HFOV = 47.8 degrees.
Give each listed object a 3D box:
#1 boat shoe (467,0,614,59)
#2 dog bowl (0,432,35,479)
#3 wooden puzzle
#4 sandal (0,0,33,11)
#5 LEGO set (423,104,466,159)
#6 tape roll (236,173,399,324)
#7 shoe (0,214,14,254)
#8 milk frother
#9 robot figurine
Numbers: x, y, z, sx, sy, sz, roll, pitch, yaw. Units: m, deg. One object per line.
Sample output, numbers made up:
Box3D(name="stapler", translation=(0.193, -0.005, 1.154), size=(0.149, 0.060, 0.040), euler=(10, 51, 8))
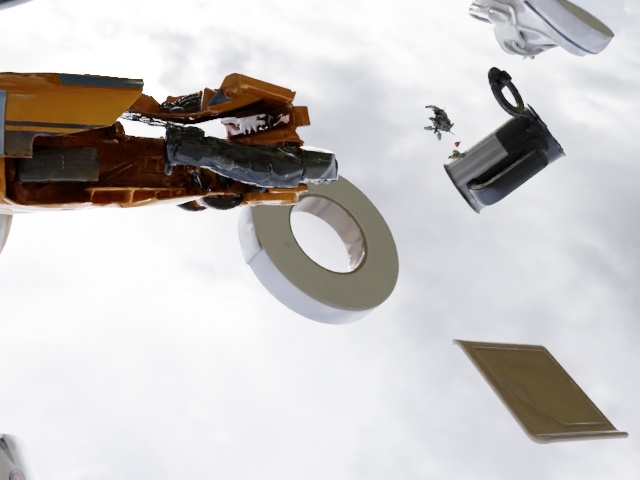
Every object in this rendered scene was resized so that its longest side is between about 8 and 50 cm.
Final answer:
Box3D(name="boat shoe", translation=(0.253, -0.267, 0.883), size=(0.096, 0.088, 0.267), euler=(13, -151, -28))
Box3D(name="dog bowl", translation=(-0.369, 0.309, 0.499), size=(0.408, 0.408, 0.150), euler=(-22, -108, -47))
Box3D(name="wooden puzzle", translation=(0.347, 0.245, 1.168), size=(0.221, 0.044, 0.238), euler=(9, -152, -35))
Box3D(name="sandal", translation=(-0.182, -0.359, 0.624), size=(0.167, 0.446, 0.107), euler=(45, -175, 7))
Box3D(name="LEGO set", translation=(0.159, -0.141, 0.909), size=(0.083, 0.023, 0.054), euler=(49, -133, 5))
Box3D(name="tape roll", translation=(0.000, 0.000, 1.588), size=(0.392, 0.072, 0.391), euler=(21, -132, -26))
Box3D(name="shoe", translation=(-0.298, 0.035, 0.523), size=(0.077, 0.219, 0.058), euler=(36, -165, -22))
Box3D(name="milk frother", translation=(0.214, -0.126, 0.914), size=(0.143, 0.135, 0.129), euler=(54, -163, 1))
Box3D(name="robot figurine", translation=(-0.133, -0.057, 0.438), size=(0.291, 0.085, 0.211), euler=(-4, -176, -36))
